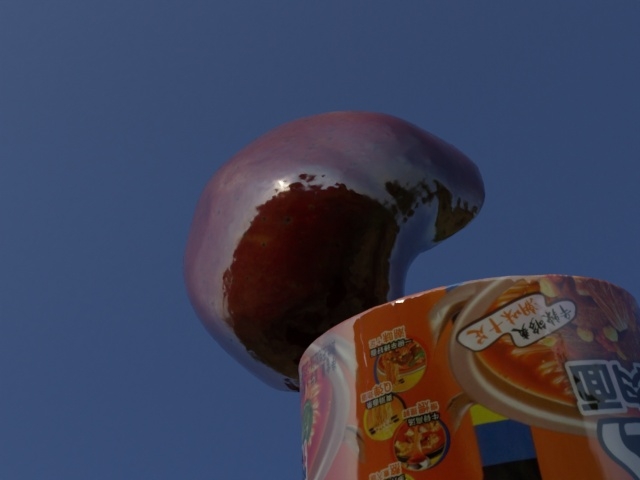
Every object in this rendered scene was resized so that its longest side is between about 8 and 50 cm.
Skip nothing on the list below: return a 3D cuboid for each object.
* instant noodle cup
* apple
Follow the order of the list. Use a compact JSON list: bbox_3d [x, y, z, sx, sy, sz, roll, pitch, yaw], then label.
[{"bbox_3d":[0.098,0.144,0.667,0.250,0.192,0.250,-7,-24,-3],"label":"instant noodle cup"},{"bbox_3d":[0.000,0.000,1.448,0.329,0.365,0.295,-12,-78,-31],"label":"apple"}]
